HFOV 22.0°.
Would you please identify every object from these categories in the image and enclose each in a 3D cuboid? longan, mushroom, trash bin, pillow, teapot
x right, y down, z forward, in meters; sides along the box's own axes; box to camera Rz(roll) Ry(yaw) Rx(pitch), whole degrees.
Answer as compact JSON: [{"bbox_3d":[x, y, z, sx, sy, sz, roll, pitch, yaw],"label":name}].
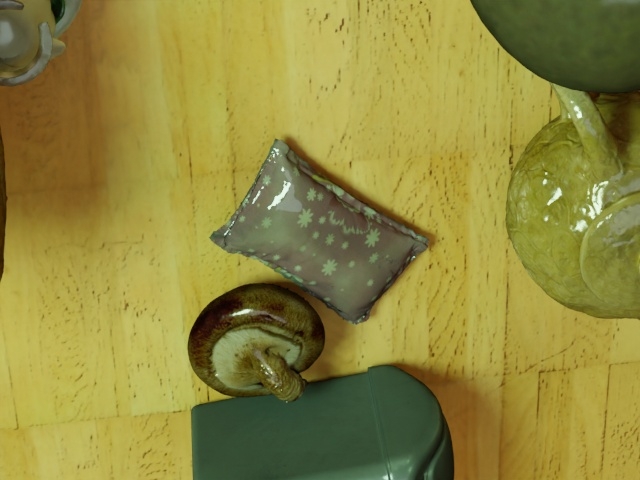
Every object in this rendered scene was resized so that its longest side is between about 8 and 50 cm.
[{"bbox_3d":[0.228,-0.237,1.262,0.248,0.248,0.248,-4,121,-7],"label":"longan"},{"bbox_3d":[-0.059,0.092,1.476,0.127,0.087,0.127,-4,130,-5],"label":"mushroom"},{"bbox_3d":[0.003,0.204,1.507,0.236,0.176,0.101,-9,123,-1],"label":"trash bin"},{"bbox_3d":[0.000,0.000,1.461,0.185,0.043,0.118,31,110,-24],"label":"pillow"},{"bbox_3d":[0.266,-0.022,1.421,0.203,0.167,0.311,-25,121,6],"label":"teapot"}]

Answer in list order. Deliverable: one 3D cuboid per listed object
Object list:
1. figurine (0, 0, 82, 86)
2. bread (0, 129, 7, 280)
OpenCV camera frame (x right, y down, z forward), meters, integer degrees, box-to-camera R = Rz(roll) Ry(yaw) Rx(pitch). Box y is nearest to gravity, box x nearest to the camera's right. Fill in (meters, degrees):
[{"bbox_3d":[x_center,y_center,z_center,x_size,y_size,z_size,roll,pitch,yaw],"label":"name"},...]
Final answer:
[{"bbox_3d":[-0.241,-0.176,1.252,0.132,0.153,0.132,-5,121,-8],"label":"figurine"},{"bbox_3d":[-0.343,-0.111,1.194,0.148,0.337,0.328,-19,123,-38],"label":"bread"}]
